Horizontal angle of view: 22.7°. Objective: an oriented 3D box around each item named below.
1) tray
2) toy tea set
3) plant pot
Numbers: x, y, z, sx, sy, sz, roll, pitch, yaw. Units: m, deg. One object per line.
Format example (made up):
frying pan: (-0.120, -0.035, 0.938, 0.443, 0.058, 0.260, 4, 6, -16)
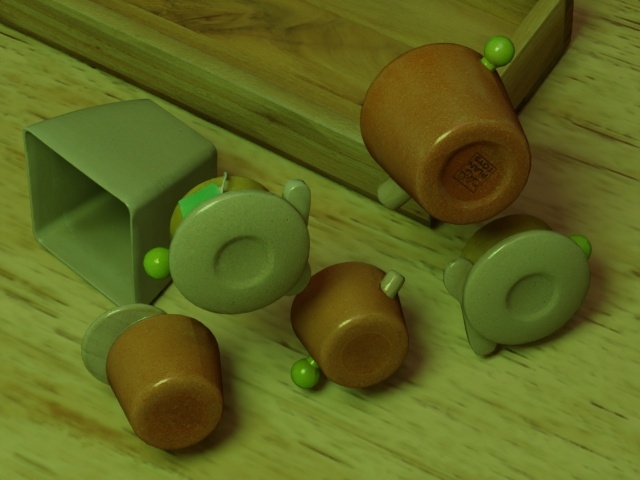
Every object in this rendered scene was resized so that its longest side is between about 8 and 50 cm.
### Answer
tray: (-0.039, -0.180, 1.205, 0.411, 0.076, 0.203, 26, 62, 23)
toy tea set: (0.000, 0.000, 1.016, 0.336, 0.200, 0.124, -19, 36, -5)
plant pot: (-0.130, -0.034, 1.098, 0.109, 0.109, 0.096, 35, 52, 27)
